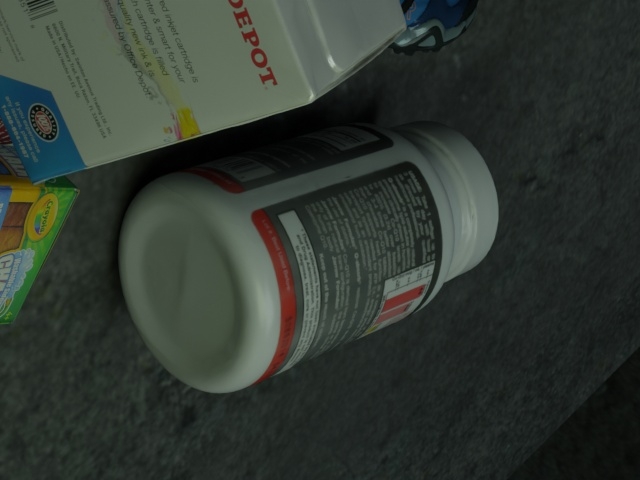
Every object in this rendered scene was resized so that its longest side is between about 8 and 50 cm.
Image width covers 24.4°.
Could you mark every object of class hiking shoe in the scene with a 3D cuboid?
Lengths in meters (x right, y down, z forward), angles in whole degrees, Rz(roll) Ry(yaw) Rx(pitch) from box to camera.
[{"bbox_3d":[0.057,-0.248,1.356,0.304,0.113,0.132,-14,135,-47],"label":"hiking shoe"}]

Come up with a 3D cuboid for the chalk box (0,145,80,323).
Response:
[{"bbox_3d":[-0.285,-0.021,1.121,0.213,0.132,0.132,-1,124,-53],"label":"chalk box"}]

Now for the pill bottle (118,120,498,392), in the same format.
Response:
[{"bbox_3d":[0.000,0.000,1.456,0.363,0.210,0.210,-19,138,-42],"label":"pill bottle"}]

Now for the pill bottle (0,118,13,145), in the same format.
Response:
[{"bbox_3d":[-0.246,-0.134,1.060,0.221,0.121,0.121,12,113,-57],"label":"pill bottle"}]

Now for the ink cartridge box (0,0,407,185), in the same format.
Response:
[{"bbox_3d":[-0.094,-0.165,0.973,0.168,0.232,0.171,-45,118,-55],"label":"ink cartridge box"}]
